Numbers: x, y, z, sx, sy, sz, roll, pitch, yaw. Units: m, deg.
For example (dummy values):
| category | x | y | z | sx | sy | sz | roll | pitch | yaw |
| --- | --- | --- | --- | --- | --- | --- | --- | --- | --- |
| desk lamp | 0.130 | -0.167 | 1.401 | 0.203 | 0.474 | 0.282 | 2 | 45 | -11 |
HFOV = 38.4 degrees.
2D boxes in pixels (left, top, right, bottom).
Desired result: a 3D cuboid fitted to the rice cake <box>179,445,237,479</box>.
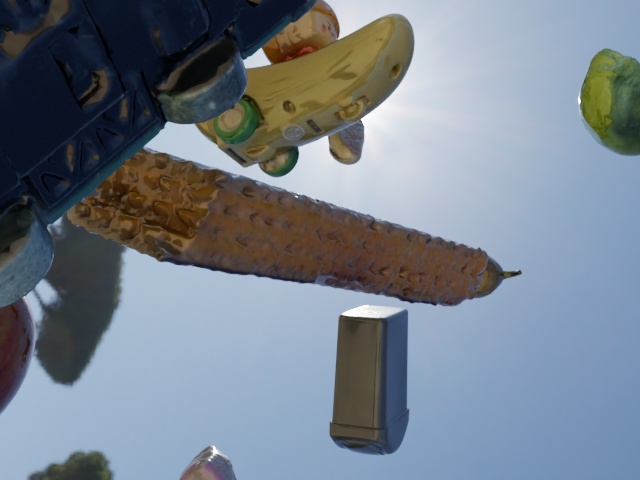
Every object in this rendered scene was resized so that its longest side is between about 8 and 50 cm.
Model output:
| category | x | y | z | sx | sy | sz | roll | pitch | yaw |
| --- | --- | --- | --- | --- | --- | --- | --- | --- | --- |
| rice cake | -0.077 | 0.402 | 0.895 | 0.070 | 0.064 | 0.399 | 71 | 6 | -88 |

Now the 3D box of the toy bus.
| category | x | y | z | sx | sy | sz | roll | pitch | yaw |
| --- | --- | --- | --- | --- | --- | --- | --- | --- | --- |
| toy bus | -0.132 | -0.093 | 0.387 | 0.147 | 0.128 | 0.256 | 27 | -118 | 33 |

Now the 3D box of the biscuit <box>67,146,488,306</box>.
| category | x | y | z | sx | sy | sz | roll | pitch | yaw |
| --- | --- | --- | --- | --- | --- | --- | --- | --- | --- |
| biscuit | 0.000 | 0.000 | 0.630 | 0.094 | 0.378 | 0.054 | 18 | -87 | 35 |

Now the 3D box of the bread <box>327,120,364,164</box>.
| category | x | y | z | sx | sy | sz | roll | pitch | yaw |
| --- | --- | --- | --- | --- | --- | --- | --- | --- | --- |
| bread | 0.044 | -0.192 | 1.700 | 0.053 | 0.073 | 0.214 | -41 | -163 | 23 |

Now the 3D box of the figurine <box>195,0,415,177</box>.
| category | x | y | z | sx | sy | sz | roll | pitch | yaw |
| --- | --- | --- | --- | --- | --- | --- | --- | --- | --- |
| figurine | -0.030 | -0.220 | 1.189 | 0.324 | 0.124 | 0.222 | -20 | -122 | 23 |

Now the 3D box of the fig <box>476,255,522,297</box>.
| category | x | y | z | sx | sy | sz | roll | pitch | yaw |
| --- | --- | --- | --- | --- | --- | --- | --- | --- | --- |
| fig | 0.270 | 0.057 | 1.511 | 0.084 | 0.098 | 0.082 | 139 | -49 | -57 |

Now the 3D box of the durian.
| category | x | y | z | sx | sy | sz | roll | pitch | yaw |
| --- | --- | --- | --- | --- | --- | --- | --- | --- | --- |
| durian | 0.517 | -0.217 | 1.552 | 0.139 | 0.250 | 0.101 | -37 | -144 | 12 |

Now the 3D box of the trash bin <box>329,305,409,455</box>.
| category | x | y | z | sx | sy | sz | roll | pitch | yaw |
| --- | --- | --- | --- | --- | --- | --- | --- | --- | --- |
| trash bin | 0.084 | 0.232 | 1.509 | 0.101 | 0.176 | 0.236 | 3 | -87 | 21 |

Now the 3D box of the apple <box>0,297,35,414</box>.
| category | x | y | z | sx | sy | sz | roll | pitch | yaw |
| --- | --- | --- | --- | --- | --- | --- | --- | --- | --- |
| apple | -0.383 | 0.104 | 0.920 | 0.188 | 0.188 | 0.174 | -26 | -149 | 50 |
